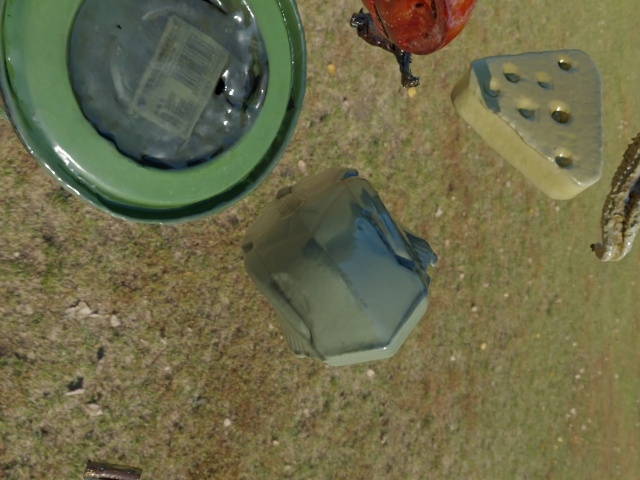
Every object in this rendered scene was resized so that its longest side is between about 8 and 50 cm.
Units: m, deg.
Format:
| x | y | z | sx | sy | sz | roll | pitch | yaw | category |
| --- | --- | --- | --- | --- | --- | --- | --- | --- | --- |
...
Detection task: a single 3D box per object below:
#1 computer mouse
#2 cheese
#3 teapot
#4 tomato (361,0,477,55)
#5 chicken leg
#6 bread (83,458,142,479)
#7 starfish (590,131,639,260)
| x | y | z | sx | sy | sz | roll | pitch | yaw | category |
| --- | --- | --- | --- | --- | --- | --- | --- | --- | --- |
| -0.002 | -0.003 | 0.711 | 0.228 | 0.429 | 0.145 | -36 | 122 | 1 | computer mouse |
| 0.477 | -0.306 | 1.174 | 0.384 | 0.104 | 0.384 | 5 | 69 | -14 | cheese |
| -0.208 | -0.163 | 0.415 | 0.270 | 0.337 | 0.200 | 23 | 92 | -43 | teapot |
| 0.130 | -0.382 | 0.674 | 0.139 | 0.200 | 0.233 | -45 | 134 | -5 | tomato |
| 0.164 | -0.454 | 1.173 | 0.106 | 0.051 | 0.253 | -28 | 69 | -18 | chicken leg |
| -0.308 | 0.353 | 0.750 | 0.083 | 0.047 | 0.036 | 17 | 41 | -14 | bread |
| 0.600 | -0.150 | 0.734 | 0.082 | 0.324 | 0.432 | -7 | 106 | -49 | starfish |
